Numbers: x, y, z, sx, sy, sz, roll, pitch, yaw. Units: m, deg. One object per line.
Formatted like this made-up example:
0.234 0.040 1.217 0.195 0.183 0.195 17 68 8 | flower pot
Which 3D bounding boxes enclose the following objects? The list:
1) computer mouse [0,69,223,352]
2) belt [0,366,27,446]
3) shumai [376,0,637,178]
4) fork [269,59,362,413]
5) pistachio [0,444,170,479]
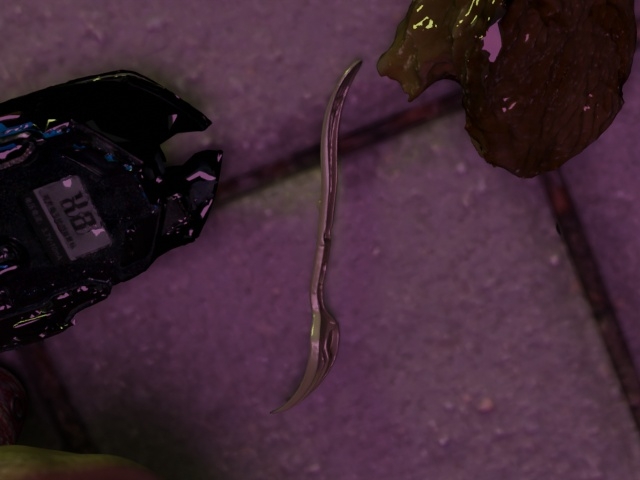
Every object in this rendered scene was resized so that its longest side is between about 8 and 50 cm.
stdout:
-0.172 -0.022 0.831 0.241 0.077 0.146 -18 124 3 | computer mouse
-0.289 0.135 0.904 0.232 0.053 0.071 -22 116 12 | belt
0.109 -0.118 0.788 0.123 0.105 0.139 -1 126 -40 | shumai
0.006 0.002 0.854 0.028 0.034 0.220 19 108 27 | fork
-0.244 0.270 0.814 0.445 0.365 0.281 -32 58 14 | pistachio
